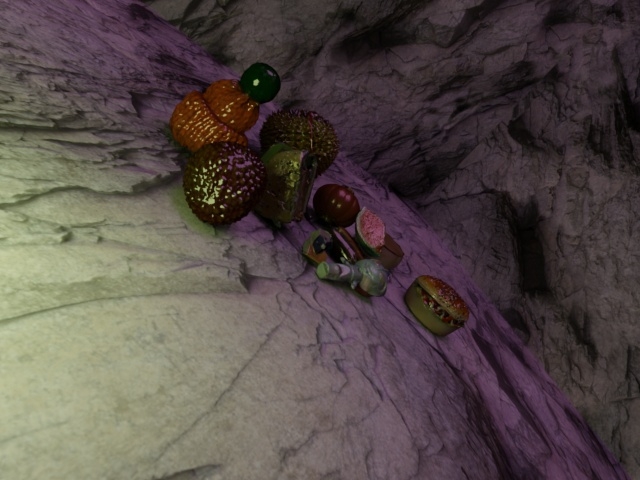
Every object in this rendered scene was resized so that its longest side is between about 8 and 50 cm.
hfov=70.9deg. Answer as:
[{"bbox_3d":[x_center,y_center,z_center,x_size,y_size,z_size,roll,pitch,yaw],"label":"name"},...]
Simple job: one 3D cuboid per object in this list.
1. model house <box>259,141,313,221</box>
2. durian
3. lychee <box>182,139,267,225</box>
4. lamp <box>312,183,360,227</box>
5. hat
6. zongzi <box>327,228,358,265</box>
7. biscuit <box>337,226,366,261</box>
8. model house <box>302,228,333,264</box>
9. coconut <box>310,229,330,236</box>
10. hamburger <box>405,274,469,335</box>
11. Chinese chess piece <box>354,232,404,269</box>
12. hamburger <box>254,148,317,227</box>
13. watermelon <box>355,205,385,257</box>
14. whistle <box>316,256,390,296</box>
[{"bbox_3d":[-0.121,-0.208,1.753,0.218,0.205,0.278,22,34,-45],"label":"model house"},{"bbox_3d":[-0.096,-0.440,2.061,0.384,0.347,0.348,8,-2,32],"label":"durian"},{"bbox_3d":[-0.273,-0.160,1.267,0.236,0.236,0.271,35,44,-20],"label":"lychee"},{"bbox_3d":[0.069,-0.151,1.979,0.223,0.196,0.223,33,-17,11],"label":"lamp"},{"bbox_3d":[-0.336,-0.472,1.562,0.285,0.400,0.285,33,22,-15],"label":"hat"},{"bbox_3d":[0.091,0.049,1.788,0.187,0.084,0.184,56,1,11],"label":"zongzi"},{"bbox_3d":[0.149,0.036,1.900,0.238,0.041,0.212,58,7,28],"label":"biscuit"},{"bbox_3d":[-0.001,0.030,1.569,0.088,0.100,0.100,37,20,-20],"label":"model house"},{"bbox_3d":[0.000,0.000,1.668,0.088,0.088,0.096,29,42,-34],"label":"coconut"},{"bbox_3d":[0.513,0.273,1.952,0.300,0.176,0.300,36,17,-13],"label":"hamburger"},{"bbox_3d":[0.279,0.026,2.149,0.257,0.104,0.257,37,18,-14],"label":"Chinese chess piece"},{"bbox_3d":[-0.132,-0.189,1.581,0.192,0.288,0.167,12,4,8],"label":"hamburger"},{"bbox_3d":[0.197,-0.013,1.930,0.128,0.146,0.231,11,56,-3],"label":"watermelon"},{"bbox_3d":[0.131,0.126,1.607,0.346,0.134,0.142,11,75,-41],"label":"whistle"}]
